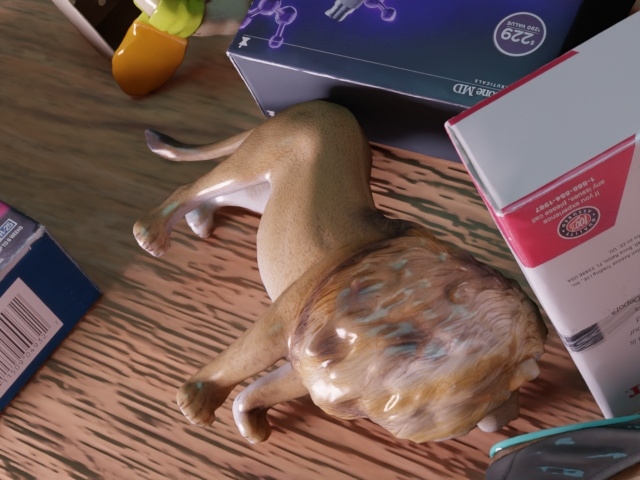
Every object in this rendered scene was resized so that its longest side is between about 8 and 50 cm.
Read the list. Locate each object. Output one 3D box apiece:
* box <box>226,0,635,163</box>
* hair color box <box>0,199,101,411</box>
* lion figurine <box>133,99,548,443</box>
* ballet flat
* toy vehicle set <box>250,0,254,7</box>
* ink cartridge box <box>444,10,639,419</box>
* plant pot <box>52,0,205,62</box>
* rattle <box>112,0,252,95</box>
[{"bbox_3d":[0.088,-0.168,1.339,0.261,0.103,0.184,15,70,27],"label":"box"},{"bbox_3d":[-0.366,0.018,1.458,0.347,0.105,0.174,26,70,40],"label":"hair color box"},{"bbox_3d":[0.000,0.000,1.246,0.240,0.142,0.392,-36,53,18],"label":"lion figurine"},{"bbox_3d":[0.237,0.138,1.068,0.280,0.095,0.096,-25,57,22],"label":"ballet flat"},{"bbox_3d":[0.055,-0.276,1.510,0.267,0.035,0.166,-40,47,-5],"label":"toy vehicle set"},{"bbox_3d":[0.208,-0.015,1.094,0.172,0.237,0.100,-30,45,5],"label":"ink cartridge box"},{"bbox_3d":[-0.189,-0.228,1.561,0.109,0.109,0.096,-51,36,-15],"label":"plant pot"},{"bbox_3d":[-0.136,-0.251,1.512,0.130,0.143,0.199,-12,71,-17],"label":"rattle"}]
